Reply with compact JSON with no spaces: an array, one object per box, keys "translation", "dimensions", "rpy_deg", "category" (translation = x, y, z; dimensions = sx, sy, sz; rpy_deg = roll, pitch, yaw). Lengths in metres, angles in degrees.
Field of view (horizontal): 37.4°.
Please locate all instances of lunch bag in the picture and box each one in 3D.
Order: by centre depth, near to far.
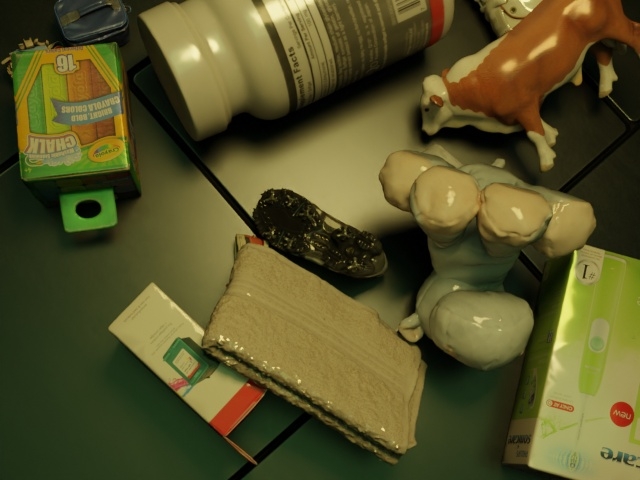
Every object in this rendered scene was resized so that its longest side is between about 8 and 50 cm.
[{"translation":[-0.298,-0.292,1.253],"dimensions":[0.098,0.065,0.067],"rpy_deg":[-22,80,-9],"category":"lunch bag"}]

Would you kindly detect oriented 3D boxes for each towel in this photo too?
[{"translation":[0.003,0.130,1.125],"dimensions":[0.282,0.049,0.187],"rpy_deg":[32,35,-10],"category":"towel"}]

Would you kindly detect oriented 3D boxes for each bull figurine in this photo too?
[{"translation":[0.280,-0.213,1.232],"dimensions":[0.310,0.101,0.188],"rpy_deg":[-41,106,9],"category":"bull figurine"}]

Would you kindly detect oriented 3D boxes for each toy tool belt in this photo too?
[{"translation":[-0.374,-0.240,1.242],"dimensions":[0.083,0.051,0.052],"rpy_deg":[-25,81,-10],"category":"toy tool belt"}]

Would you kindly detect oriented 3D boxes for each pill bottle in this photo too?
[{"translation":[-0.033,-0.281,1.202],"dimensions":[0.363,0.210,0.210],"rpy_deg":[-27,81,-10],"category":"pill bottle"}]

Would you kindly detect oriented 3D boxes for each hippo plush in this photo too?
[{"translation":[0.160,0.025,1.146],"dimensions":[0.234,0.294,0.236],"rpy_deg":[9,104,-21],"category":"hippo plush"}]

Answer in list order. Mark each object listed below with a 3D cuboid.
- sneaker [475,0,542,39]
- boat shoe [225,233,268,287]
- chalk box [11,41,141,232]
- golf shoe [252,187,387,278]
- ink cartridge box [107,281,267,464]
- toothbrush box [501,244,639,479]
[{"translation":[0.247,-0.344,1.294],"dimensions":[0.290,0.106,0.123],"rpy_deg":[30,74,1],"category":"sneaker"},{"translation":[-0.099,0.057,1.200],"dimensions":[0.043,0.049,0.137],"rpy_deg":[15,70,-15],"category":"boat shoe"},{"translation":[-0.300,-0.119,1.180],"dimensions":[0.132,0.132,0.213],"rpy_deg":[-8,78,-6],"category":"chalk box"},{"translation":[0.000,0.000,1.217],"dimensions":[0.198,0.094,0.077],"rpy_deg":[31,89,27],"category":"golf shoe"},{"translation":[-0.139,0.163,1.131],"dimensions":[0.231,0.134,0.078],"rpy_deg":[42,78,4],"category":"ink cartridge box"},{"translation":[0.368,0.171,1.183],"dimensions":[0.206,0.122,0.283],"rpy_deg":[16,78,-1],"category":"toothbrush box"}]
